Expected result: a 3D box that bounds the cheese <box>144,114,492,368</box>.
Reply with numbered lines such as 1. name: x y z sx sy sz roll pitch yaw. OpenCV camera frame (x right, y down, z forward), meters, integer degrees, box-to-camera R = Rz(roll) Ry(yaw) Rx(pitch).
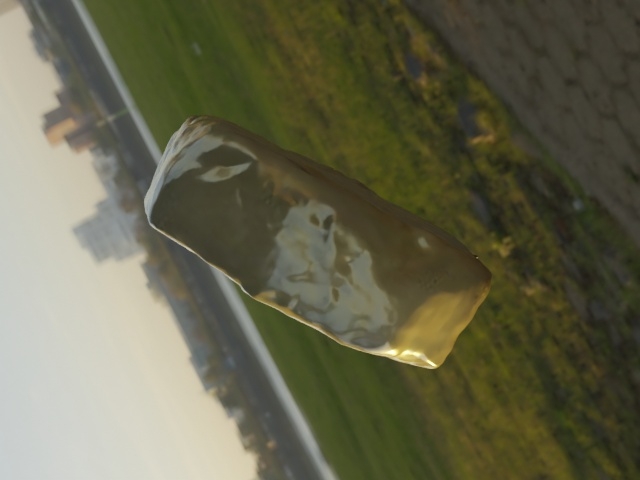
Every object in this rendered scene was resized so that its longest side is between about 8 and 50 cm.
1. cheese: 0.000 0.000 1.084 0.326 0.115 0.318 32 -174 32
